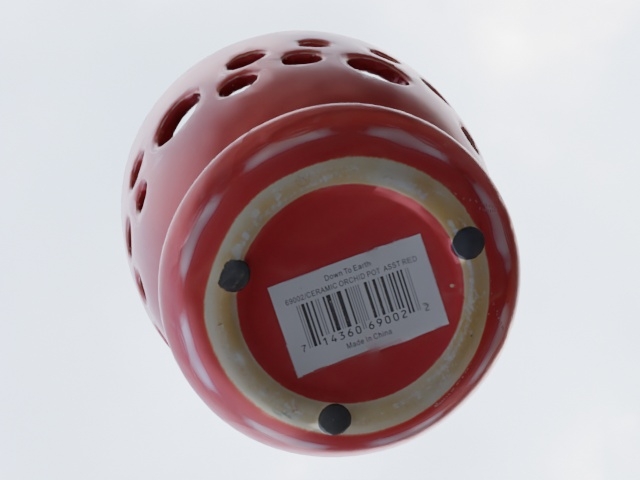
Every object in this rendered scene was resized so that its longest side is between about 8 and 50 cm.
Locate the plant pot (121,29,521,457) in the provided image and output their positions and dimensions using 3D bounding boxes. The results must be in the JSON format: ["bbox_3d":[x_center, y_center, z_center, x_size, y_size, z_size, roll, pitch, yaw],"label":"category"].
[{"bbox_3d":[0.000,0.000,0.899,0.191,0.191,0.174,25,-172,-13],"label":"plant pot"}]
